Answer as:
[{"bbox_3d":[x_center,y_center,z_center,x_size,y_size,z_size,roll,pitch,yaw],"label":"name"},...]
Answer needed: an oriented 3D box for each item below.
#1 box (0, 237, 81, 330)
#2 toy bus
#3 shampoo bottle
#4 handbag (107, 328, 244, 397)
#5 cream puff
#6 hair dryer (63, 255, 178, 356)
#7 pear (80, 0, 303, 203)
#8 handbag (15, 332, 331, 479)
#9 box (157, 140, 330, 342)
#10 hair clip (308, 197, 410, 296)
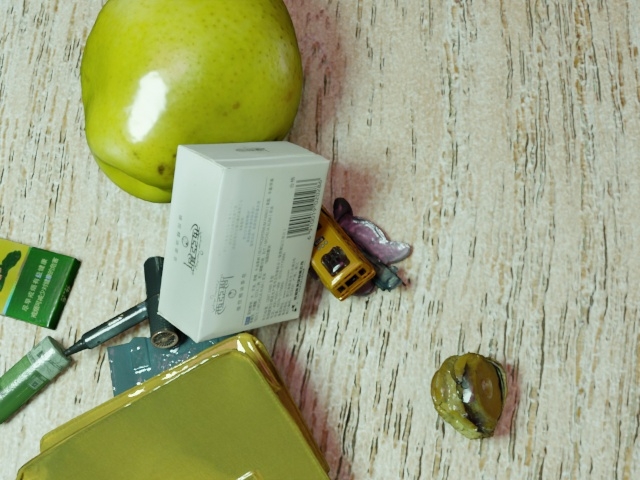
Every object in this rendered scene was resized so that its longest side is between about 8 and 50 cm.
[{"bbox_3d":[-0.554,0.065,1.359,0.235,0.034,0.132,13,75,10],"label":"box"},{"bbox_3d":[0.000,0.000,1.261,0.083,0.088,0.194,-40,63,2],"label":"toy bus"},{"bbox_3d":[-0.511,0.249,1.280,0.204,0.065,0.065,-42,73,-8],"label":"shampoo bottle"},{"bbox_3d":[-0.227,0.217,1.263,0.229,0.062,0.179,-14,71,1],"label":"handbag"},{"bbox_3d":[0.228,0.239,1.187,0.104,0.119,0.133,-15,94,38],"label":"cream puff"},{"bbox_3d":[-0.335,0.124,1.283,0.195,0.050,0.173,-19,45,3],"label":"hair dryer"},{"bbox_3d":[-0.212,-0.259,1.268,0.362,0.362,0.418,20,68,12],"label":"pear"},{"bbox_3d":[-0.212,0.342,1.151,0.401,0.133,0.283,-29,97,2],"label":"handbag"},{"bbox_3d":[-0.117,-0.004,1.162,0.116,0.203,0.274,30,118,39],"label":"box"},{"bbox_3d":[0.063,0.031,1.306,0.187,0.056,0.146,36,80,24],"label":"hair clip"}]
